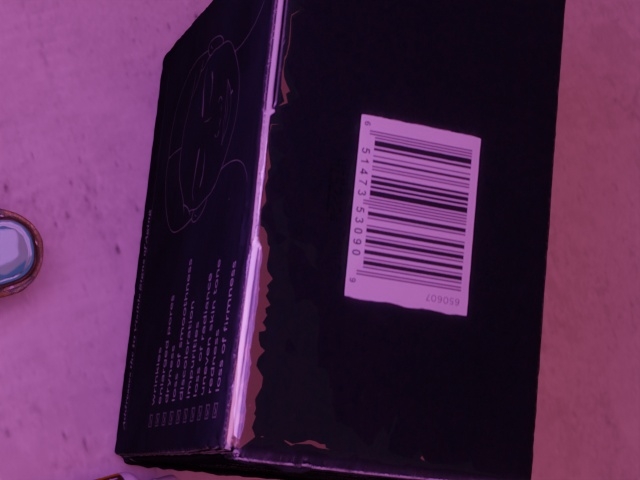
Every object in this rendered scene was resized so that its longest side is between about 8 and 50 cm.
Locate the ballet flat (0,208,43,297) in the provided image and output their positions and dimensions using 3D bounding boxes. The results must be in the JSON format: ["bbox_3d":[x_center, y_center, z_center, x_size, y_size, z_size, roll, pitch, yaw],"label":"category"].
[{"bbox_3d":[-0.460,0.034,1.521,0.348,0.123,0.123,-9,85,-17],"label":"ballet flat"}]

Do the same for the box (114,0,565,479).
[{"bbox_3d":[0.000,0.000,1.497,0.297,0.471,0.480,10,79,-19],"label":"box"}]

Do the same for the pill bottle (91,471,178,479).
[{"bbox_3d":[-0.245,0.313,1.554,0.215,0.117,0.117,-13,87,-21],"label":"pill bottle"}]
